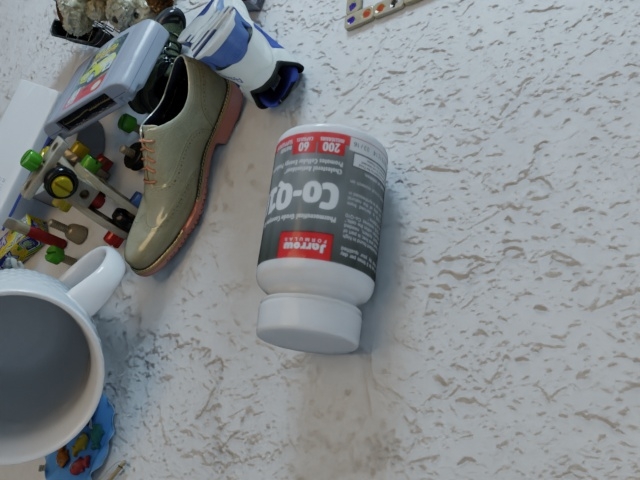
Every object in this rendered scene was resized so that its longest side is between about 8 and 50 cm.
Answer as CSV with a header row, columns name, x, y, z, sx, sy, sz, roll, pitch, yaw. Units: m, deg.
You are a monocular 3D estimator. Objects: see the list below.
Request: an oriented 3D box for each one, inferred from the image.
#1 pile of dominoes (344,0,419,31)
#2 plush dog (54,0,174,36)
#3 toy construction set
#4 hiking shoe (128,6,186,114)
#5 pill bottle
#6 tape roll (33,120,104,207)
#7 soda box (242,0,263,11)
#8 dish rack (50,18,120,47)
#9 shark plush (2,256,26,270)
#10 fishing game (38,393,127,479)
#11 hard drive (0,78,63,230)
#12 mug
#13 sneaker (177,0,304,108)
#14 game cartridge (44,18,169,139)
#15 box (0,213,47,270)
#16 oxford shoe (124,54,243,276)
name,x,y,z,sx,sy,sz,roll,pitch,yaw
pile of dominoes,0.137,-0.466,1.243,0.251,0.040,0.196,-14,62,36
plush dog,-0.408,-0.510,1.634,0.210,0.225,0.262,-41,1,-38
toy construction set,-0.499,-0.097,1.476,0.309,0.237,0.257,-37,50,22
hiking shoe,-0.300,-0.354,1.550,0.114,0.086,0.226,17,91,35
pill bottle,0.000,0.000,1.051,0.161,0.161,0.283,-9,64,38
tape roll,-0.570,-0.185,1.697,0.219,0.072,0.219,-20,58,34
soda box,-0.127,-0.577,1.488,0.083,0.092,0.263,10,77,44
dish rack,-0.508,-0.579,1.816,0.208,0.074,0.271,21,87,38
shark plush,-0.672,0.112,1.643,0.161,0.067,0.073,-53,49,11
fishing game,-0.429,0.346,1.343,0.189,0.041,0.264,-47,46,11
hard drive,-0.683,-0.196,1.720,0.210,0.040,0.318,23,86,45
mug,-0.483,0.150,1.315,0.374,0.276,0.328,-44,20,-9
sneaker,-0.134,-0.317,1.333,0.127,0.182,0.315,-44,28,11
game cartridge,-0.417,-0.315,1.504,0.294,0.060,0.196,-16,42,42
box,-0.671,0.018,1.699,0.169,0.054,0.059,-37,50,23
oxford shoe,-0.277,-0.135,1.365,0.140,0.146,0.397,9,76,42
